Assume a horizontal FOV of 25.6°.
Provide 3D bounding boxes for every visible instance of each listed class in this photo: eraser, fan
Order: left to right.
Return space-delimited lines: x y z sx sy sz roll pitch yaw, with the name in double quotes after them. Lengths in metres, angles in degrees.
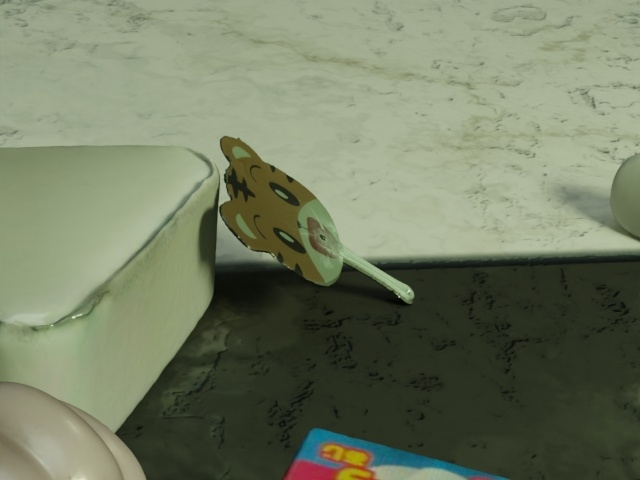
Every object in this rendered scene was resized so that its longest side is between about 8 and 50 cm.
-0.231 0.047 1.091 0.331 0.150 0.331 4 27 -2 "eraser"
0.000 0.000 1.213 0.227 0.008 0.152 33 28 -27 "fan"

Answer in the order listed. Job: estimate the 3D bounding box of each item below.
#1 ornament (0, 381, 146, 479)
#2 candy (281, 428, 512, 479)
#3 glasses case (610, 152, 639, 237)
-0.183 0.179 0.839 0.177 0.177 0.177 4 29 -2 "ornament"
0.015 0.246 0.823 0.157 0.100 0.306 13 30 12 "candy"
0.393 -0.020 1.358 0.233 0.092 0.059 18 34 25 "glasses case"
